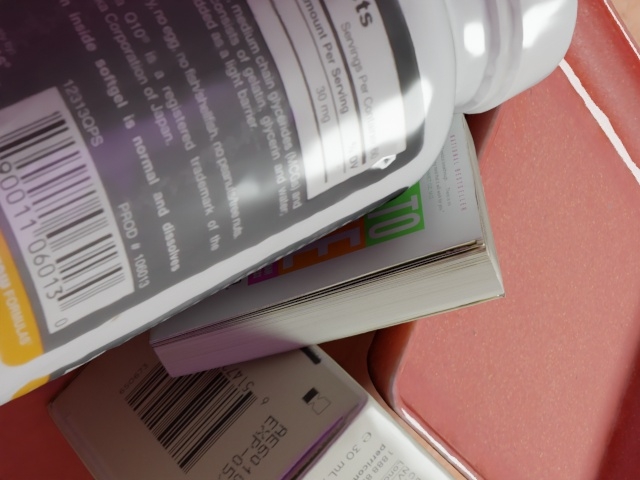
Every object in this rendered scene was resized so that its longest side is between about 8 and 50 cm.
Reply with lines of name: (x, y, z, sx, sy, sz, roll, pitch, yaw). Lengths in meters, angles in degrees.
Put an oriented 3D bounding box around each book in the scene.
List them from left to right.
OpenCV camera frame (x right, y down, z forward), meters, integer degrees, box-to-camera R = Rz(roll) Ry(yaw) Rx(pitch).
book: (0.000, 0.000, 0.584, 0.144, 0.096, 0.035, -17, 130, 12)

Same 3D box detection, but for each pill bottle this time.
pill bottle: (-0.050, -0.065, 0.517, 0.278, 0.162, 0.162, -28, 126, -21)

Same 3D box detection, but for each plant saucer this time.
plant saucer: (0.127, 0.028, 0.704, 0.259, 0.048, 0.258, 45, 59, -39)

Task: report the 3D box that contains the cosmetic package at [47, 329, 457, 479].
cosmetic package: (0.025, 0.154, 0.680, 0.113, 0.160, 0.309, -46, 129, -5)
